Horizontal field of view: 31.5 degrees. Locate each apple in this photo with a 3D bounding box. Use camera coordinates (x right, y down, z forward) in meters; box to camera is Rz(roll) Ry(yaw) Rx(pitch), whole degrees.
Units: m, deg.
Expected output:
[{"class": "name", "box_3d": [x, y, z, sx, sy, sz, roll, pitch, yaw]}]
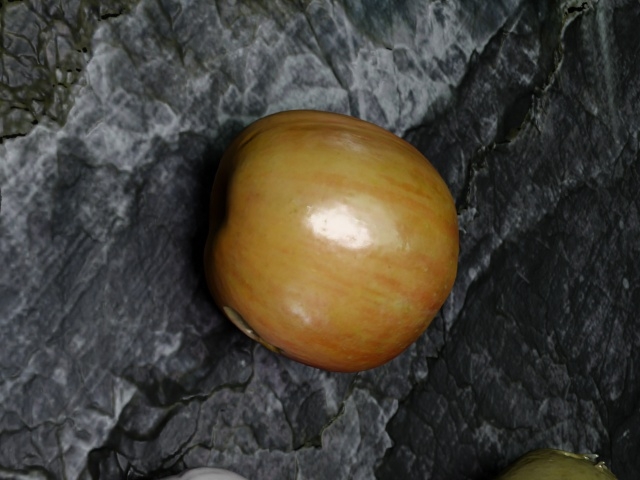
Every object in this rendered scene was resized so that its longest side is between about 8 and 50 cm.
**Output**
[{"class": "apple", "box_3d": [0.000, 0.000, 1.084, 0.241, 0.242, 0.242, 21, 67, -24]}]

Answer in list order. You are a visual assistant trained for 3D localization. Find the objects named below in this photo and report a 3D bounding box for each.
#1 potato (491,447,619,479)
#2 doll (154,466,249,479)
[{"class": "potato", "box_3d": [0.225, 0.386, 1.198, 0.359, 0.219, 0.269, -40, 125, -47]}, {"class": "doll", "box_3d": [-0.069, 0.303, 0.958, 0.251, 0.221, 0.221, 35, 60, -32]}]
